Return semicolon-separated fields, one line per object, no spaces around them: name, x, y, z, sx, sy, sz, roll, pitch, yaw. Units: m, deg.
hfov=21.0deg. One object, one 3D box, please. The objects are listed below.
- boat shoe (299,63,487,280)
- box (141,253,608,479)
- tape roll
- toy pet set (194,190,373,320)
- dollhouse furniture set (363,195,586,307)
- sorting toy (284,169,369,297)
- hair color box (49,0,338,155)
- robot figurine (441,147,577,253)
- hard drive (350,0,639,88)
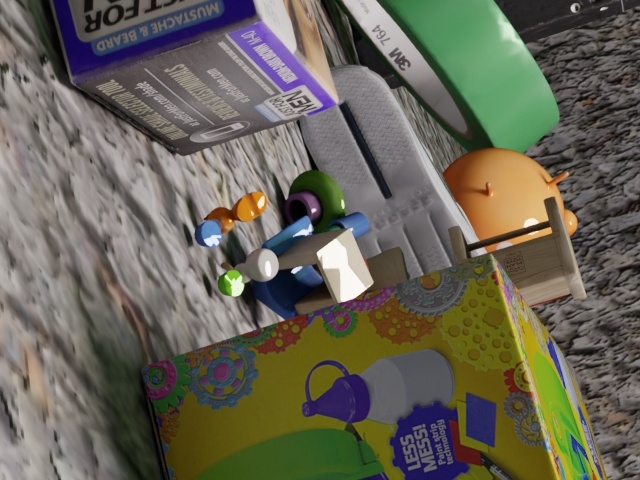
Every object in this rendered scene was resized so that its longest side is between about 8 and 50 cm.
boat shoe;0.087;0.010;1.433;0.119;0.121;0.335;1;69;-75
box;0.066;0.197;0.850;0.279;0.177;0.290;42;31;-68
tape roll;0.098;-0.211;1.662;0.321;0.077;0.321;51;-2;2
toy pet set;-0.032;0.027;1.018;0.114;0.065;0.122;-36;108;-43
dollhouse furniture set;0.113;0.080;1.274;0.129;0.183;0.129;61;15;-48
sorting toy;0.000;0.000;1.220;0.042;0.061;0.102;-20;84;-46
hair color box;-0.097;-0.232;0.923;0.185;0.110;0.339;34;41;-76
robot figurine;0.142;-0.002;1.597;0.128;0.158;0.219;-62;-175;-36
hard drive;0.184;-0.327;1.928;0.064;0.339;0.237;31;41;-74
